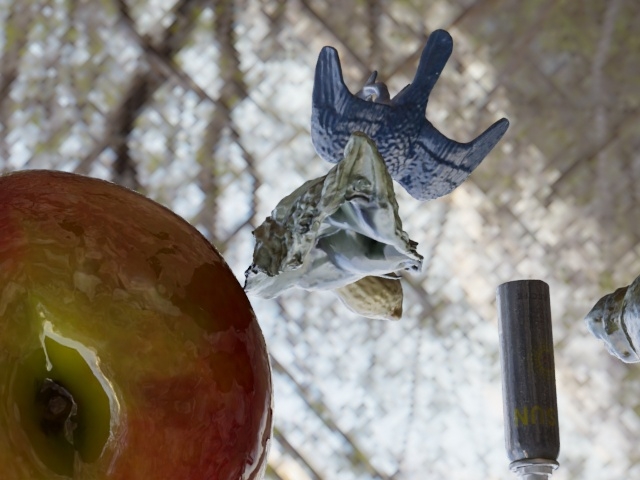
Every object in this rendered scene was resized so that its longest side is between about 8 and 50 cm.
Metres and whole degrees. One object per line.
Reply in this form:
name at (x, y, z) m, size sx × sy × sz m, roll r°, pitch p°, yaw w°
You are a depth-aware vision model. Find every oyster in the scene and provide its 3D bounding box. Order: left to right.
oyster at (0.000, 0.003, 1.490) m, size 0.252 × 0.199 × 0.087 m, roll 32°, pitch -127°, yaw -59°

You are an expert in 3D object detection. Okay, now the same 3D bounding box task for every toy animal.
toy animal at (0.087, -0.116, 2.160) m, size 0.239 × 0.255 × 0.176 m, roll 17°, pitch -144°, yaw -22°

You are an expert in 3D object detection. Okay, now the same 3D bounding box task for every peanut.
peanut at (0.040, 0.043, 2.320) m, size 0.187 × 0.082 × 0.082 m, roll 39°, pitch -165°, yaw -29°

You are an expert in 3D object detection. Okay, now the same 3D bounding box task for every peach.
peach at (-0.218, 0.138, 1.511) m, size 0.388 × 0.388 × 0.388 m, roll 43°, pitch -166°, yaw -14°

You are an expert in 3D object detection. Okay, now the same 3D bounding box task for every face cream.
face cream at (0.274, 0.192, 2.485) m, size 0.073 × 0.073 × 0.283 m, roll 27°, pitch -124°, yaw -54°

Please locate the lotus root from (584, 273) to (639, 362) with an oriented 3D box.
lotus root at (0.334, 0.065, 1.436) m, size 0.322 × 0.158 × 0.140 m, roll 15°, pitch 136°, yaw 41°
